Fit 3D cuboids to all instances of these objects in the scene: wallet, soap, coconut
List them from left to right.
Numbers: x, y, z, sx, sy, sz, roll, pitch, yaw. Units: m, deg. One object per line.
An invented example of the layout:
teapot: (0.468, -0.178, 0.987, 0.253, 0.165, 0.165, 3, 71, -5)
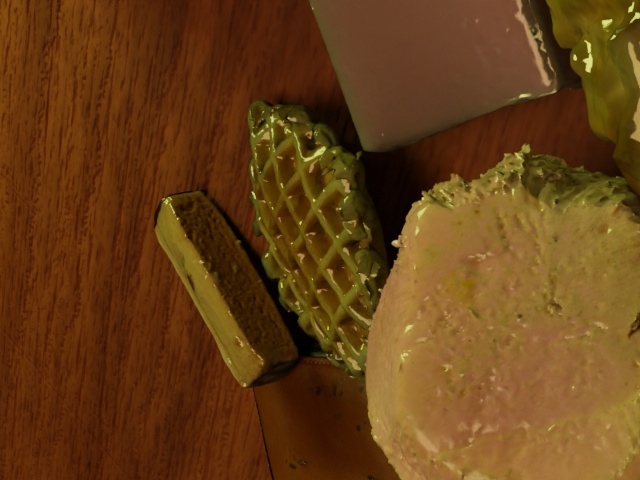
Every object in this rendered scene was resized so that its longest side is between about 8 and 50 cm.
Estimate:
wallet: (0.017, 0.164, 1.059, 0.195, 0.042, 0.161, -3, 99, 50)
soap: (0.066, -0.201, 0.813, 0.181, 0.081, 0.259, -17, 97, 48)
coconut: (0.152, 0.068, 0.742, 0.233, 0.245, 0.233, -6, 75, 24)

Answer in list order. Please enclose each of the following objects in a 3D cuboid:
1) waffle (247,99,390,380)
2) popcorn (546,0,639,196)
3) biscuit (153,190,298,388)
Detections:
waffle: (0.000, 0.000, 0.955, 0.208, 0.054, 0.214, 30, 134, 58)
popcorn: (0.220, -0.107, 0.615, 0.259, 0.212, 0.259, 13, 109, 43)
biscuit: (-0.085, 0.042, 1.079, 0.188, 0.052, 0.056, 58, 138, 25)
